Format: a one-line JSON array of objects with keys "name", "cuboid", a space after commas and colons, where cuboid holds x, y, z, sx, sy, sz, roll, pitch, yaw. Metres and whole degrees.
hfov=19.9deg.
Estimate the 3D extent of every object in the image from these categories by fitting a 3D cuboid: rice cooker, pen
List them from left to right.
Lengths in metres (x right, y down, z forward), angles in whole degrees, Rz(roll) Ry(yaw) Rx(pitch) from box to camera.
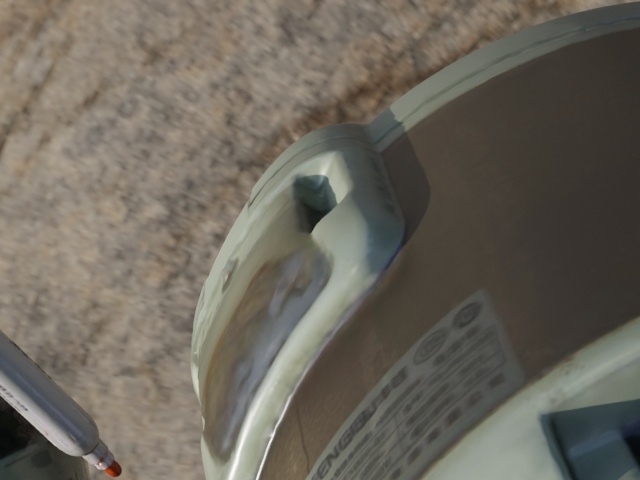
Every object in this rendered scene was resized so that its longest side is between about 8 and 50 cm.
[{"name": "pen", "cuboid": [-0.164, 0.052, 0.891, 0.026, 0.218, 0.026, -27, 35, 21]}, {"name": "rice cooker", "cuboid": [0.123, 0.101, 0.566, 0.335, 0.325, 0.335, -2, 113, -5]}]

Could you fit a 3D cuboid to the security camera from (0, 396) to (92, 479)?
[{"name": "security camera", "cuboid": [-0.183, 0.248, 1.112, 0.197, 0.191, 0.277, -36, 80, 36]}]
